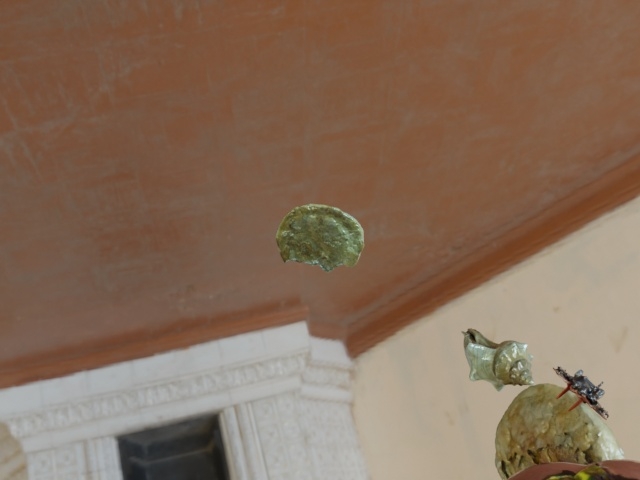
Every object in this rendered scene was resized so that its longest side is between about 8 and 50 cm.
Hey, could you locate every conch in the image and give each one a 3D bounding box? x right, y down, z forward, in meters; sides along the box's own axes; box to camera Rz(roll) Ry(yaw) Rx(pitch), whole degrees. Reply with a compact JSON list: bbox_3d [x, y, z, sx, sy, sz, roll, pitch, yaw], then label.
[{"bbox_3d":[0.357,0.256,1.690,0.234,0.114,0.137,12,178,44],"label":"conch"}]

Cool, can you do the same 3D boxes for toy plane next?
[{"bbox_3d":[0.491,0.279,1.484,0.189,0.130,0.061,12,118,-53],"label":"toy plane"}]

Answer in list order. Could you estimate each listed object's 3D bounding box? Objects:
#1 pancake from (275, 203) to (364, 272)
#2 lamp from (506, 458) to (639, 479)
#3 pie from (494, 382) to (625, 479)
[{"bbox_3d":[0.000,-0.004,1.180,0.130,0.022,0.116,13,123,-2],"label":"pancake"},{"bbox_3d":[0.209,0.309,0.578,0.306,0.305,0.239,-20,114,5],"label":"lamp"},{"bbox_3d":[0.476,0.454,1.611,0.077,0.339,0.339,-8,152,-33],"label":"pie"}]
